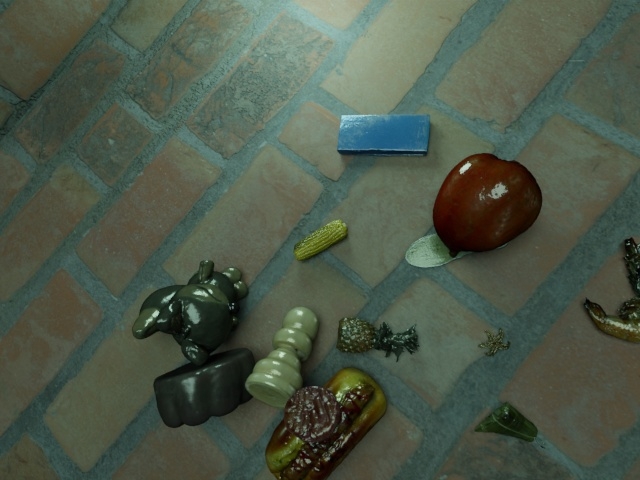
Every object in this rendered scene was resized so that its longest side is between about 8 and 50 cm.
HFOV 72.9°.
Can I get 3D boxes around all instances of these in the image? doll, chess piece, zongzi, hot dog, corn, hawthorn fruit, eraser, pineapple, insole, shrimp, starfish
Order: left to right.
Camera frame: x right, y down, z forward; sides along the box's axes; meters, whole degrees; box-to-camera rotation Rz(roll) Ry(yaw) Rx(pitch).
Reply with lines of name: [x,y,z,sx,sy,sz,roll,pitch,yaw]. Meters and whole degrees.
doll: [-0.424,0.255,1.384,0.379,0.382,0.252,-32,103,20]
chess piece: [-0.097,0.334,1.312,0.167,0.167,0.299,9,49,17]
corn: [0.000,0.000,1.457,0.203,0.072,0.072,-31,70,6]
hot dog: [0.004,0.546,1.234,0.185,0.223,0.405,42,89,23]
pineapple: [0.175,0.301,1.322,0.252,0.125,0.125,3,77,5]
eraser: [0.219,-0.367,1.509,0.312,0.042,0.144,4,76,16]
insole: [0.427,0.017,1.372,0.323,0.007,0.109,-13,73,12]
hawthorn fruit: [0.469,-0.109,1.246,0.312,0.295,0.295,-34,70,-7]
starfish: [0.510,0.296,1.265,0.078,0.028,0.091,29,80,22]
zongzi: [0.527,0.537,1.197,0.154,0.062,0.130,40,110,5]
shrimp: [0.845,0.139,1.201,0.223,0.054,0.290,-8,78,13]

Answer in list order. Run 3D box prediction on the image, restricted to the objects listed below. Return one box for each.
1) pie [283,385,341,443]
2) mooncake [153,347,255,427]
pie: [-0.022,0.452,1.133,0.155,0.036,0.154,-8,52,11]
mooncake: [-0.340,0.439,1.312,0.306,0.306,0.154,-13,87,11]
